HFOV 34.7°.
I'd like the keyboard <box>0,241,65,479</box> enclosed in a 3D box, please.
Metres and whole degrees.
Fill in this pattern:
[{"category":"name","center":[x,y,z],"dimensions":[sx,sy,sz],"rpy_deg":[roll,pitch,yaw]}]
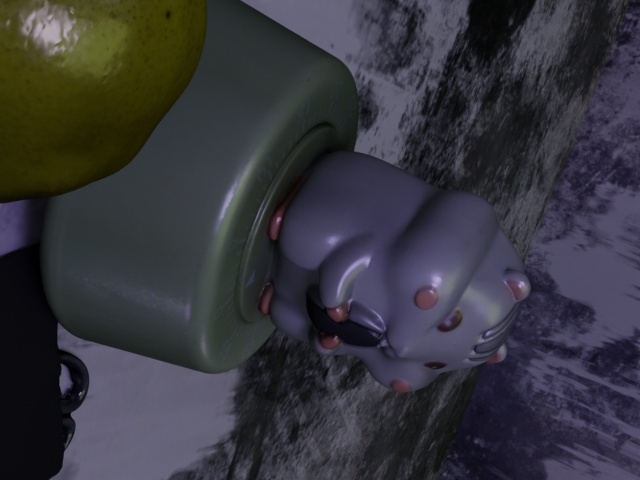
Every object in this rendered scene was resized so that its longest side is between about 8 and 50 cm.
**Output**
[{"category":"keyboard","center":[-0.224,0.101,0.765],"dimensions":[0.074,0.015,0.197],"rpy_deg":[-27,124,-53]}]

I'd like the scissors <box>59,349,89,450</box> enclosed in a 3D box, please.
[{"category":"scissors","center":[-0.267,0.130,0.735],"dimensions":[0.300,0.022,0.109],"rpy_deg":[15,94,-65]}]

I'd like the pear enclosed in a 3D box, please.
[{"category":"pear","center":[-0.158,-0.117,0.532],"dimensions":[0.198,0.198,0.198],"rpy_deg":[-47,150,-38]}]

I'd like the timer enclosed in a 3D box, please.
[{"category":"timer","center":[0.000,0.000,0.767],"dimensions":[0.291,0.315,0.291],"rpy_deg":[-57,162,-29]}]
